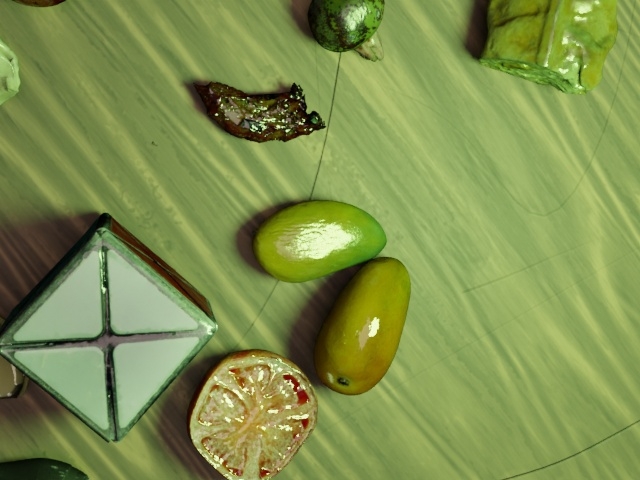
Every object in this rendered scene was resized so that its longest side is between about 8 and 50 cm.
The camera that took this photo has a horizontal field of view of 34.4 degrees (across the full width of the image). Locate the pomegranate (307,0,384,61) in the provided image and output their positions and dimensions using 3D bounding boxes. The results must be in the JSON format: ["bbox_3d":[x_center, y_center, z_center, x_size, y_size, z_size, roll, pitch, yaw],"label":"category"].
[{"bbox_3d":[0.048,-0.377,1.778,0.125,0.163,0.138,30,72,26],"label":"pomegranate"}]

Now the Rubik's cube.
[{"bbox_3d":[-0.344,0.133,1.677,0.255,0.259,0.260,41,87,-11],"label":"Rubik's cube"}]

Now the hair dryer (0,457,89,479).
[{"bbox_3d":[-0.523,0.503,1.778,0.235,0.091,0.272,4,99,-2],"label":"hair dryer"}]

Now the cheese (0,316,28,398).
[{"bbox_3d":[-0.567,0.147,1.739,0.127,0.054,0.252,-7,97,-10],"label":"cheese"}]

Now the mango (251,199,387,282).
[{"bbox_3d":[-0.003,-0.006,1.812,0.237,0.091,0.137,-19,105,-14],"label":"mango"}]

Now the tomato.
[{"bbox_3d":[-0.124,0.306,1.820,0.236,0.095,0.237,-1,94,-14],"label":"tomato"}]

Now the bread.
[{"bbox_3d":[0.408,-0.398,1.799,0.196,0.238,0.252,13,100,-52],"label":"bread"}]

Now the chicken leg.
[{"bbox_3d":[-0.103,-0.221,1.781,0.233,0.063,0.105,0,91,-10],"label":"chicken leg"}]

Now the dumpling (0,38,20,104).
[{"bbox_3d":[-0.608,-0.288,1.648,0.258,0.147,0.193,25,122,-18],"label":"dumpling"}]

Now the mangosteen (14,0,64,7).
[{"bbox_3d":[-0.454,-0.466,1.645,0.155,0.146,0.182,2,96,-8],"label":"mangosteen"}]

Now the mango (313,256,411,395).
[{"bbox_3d":[0.077,0.147,1.799,0.139,0.175,0.255,21,91,-3],"label":"mango"}]
